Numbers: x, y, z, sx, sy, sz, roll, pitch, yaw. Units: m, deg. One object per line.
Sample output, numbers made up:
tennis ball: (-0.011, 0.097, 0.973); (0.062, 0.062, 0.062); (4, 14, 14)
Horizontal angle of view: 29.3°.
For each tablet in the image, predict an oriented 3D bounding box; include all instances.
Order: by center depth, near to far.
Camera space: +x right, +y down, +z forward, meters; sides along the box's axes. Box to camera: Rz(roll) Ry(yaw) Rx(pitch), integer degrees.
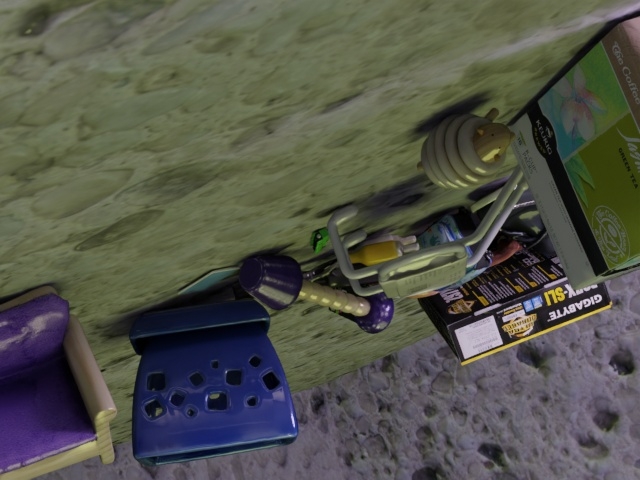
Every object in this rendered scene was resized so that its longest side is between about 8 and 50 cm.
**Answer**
tablet: (-0.154, 0.054, 1.679); (0.054, 0.006, 0.083); (-9, 164, -47)

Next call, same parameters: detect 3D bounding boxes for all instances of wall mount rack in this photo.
wall mount rack: (0.170, -0.020, 1.638); (0.304, 0.130, 0.350); (-18, 170, 2)

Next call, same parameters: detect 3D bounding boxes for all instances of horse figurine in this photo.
horse figurine: (0.182, 0.044, 2.006); (0.263, 0.066, 0.174); (-15, -166, -20)

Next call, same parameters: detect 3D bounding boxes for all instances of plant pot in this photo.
plant pot: (-0.165, 0.209, 1.805); (0.236, 0.212, 0.236); (-9, 168, -6)

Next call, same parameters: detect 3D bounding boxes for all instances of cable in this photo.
cable: (0.004, 0.040, 1.854); (0.287, 0.072, 0.139); (-7, 177, -9)

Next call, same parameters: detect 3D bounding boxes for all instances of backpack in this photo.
backpack: (0.189, 0.023, 1.882); (0.084, 0.105, 0.114); (-10, 157, -45)

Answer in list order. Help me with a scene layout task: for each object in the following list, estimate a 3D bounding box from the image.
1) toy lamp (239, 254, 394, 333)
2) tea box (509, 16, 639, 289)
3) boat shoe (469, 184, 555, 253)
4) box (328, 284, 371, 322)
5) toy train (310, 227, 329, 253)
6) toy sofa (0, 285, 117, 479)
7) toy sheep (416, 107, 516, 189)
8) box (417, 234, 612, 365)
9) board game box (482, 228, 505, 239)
toy lamp: (-0.004, 0.074, 1.736); (0.080, 0.080, 0.275); (-28, 151, 34)
tea box: (0.435, -0.122, 1.342); (0.329, 0.220, 0.323); (-18, 169, -15)
boat shoe: (0.348, -0.035, 1.913); (0.127, 0.113, 0.340); (-27, 168, 27)
box: (0.062, 0.099, 2.083); (0.052, 0.062, 0.083); (-13, -154, -42)
toy train: (0.000, 0.000, 1.678); (0.024, 0.017, 0.083); (-30, 171, -9)
toy sofa: (-0.418, 0.202, 1.345); (0.362, 0.150, 0.177); (-17, 143, -18)
toy sheep: (0.152, -0.095, 1.311); (0.091, 0.091, 0.132); (-13, 172, -38)
box: (0.302, 0.078, 2.024); (0.257, 0.079, 0.322); (-23, -165, -2)
board game box: (0.309, 0.009, 2.309); (0.145, 0.027, 0.281); (-26, 169, 19)
